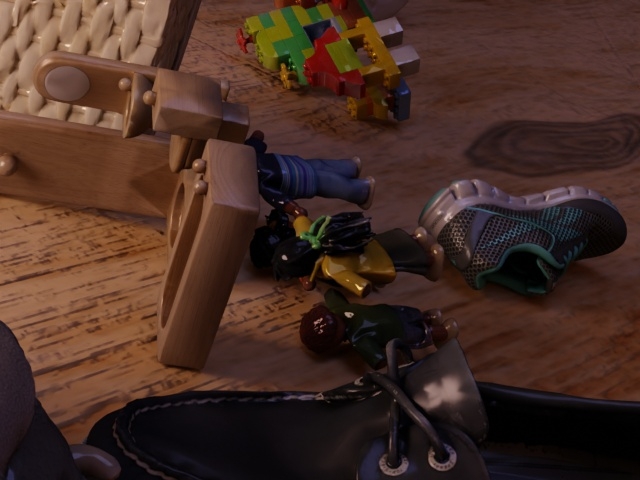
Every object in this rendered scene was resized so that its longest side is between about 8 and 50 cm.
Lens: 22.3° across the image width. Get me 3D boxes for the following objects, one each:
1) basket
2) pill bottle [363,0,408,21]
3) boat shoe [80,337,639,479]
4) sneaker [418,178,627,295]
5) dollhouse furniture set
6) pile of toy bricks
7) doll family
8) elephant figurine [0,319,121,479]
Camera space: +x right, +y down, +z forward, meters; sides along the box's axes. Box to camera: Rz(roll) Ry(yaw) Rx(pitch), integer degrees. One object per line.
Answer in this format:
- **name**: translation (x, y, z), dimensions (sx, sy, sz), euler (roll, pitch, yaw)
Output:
- **basket**: translation (-0.141, -0.116, 0.965), dimensions (0.113, 0.167, 0.103), euler (19, 31, -5)
- **pill bottle**: translation (0.004, -0.287, 1.494), dimensions (0.180, 0.108, 0.108), euler (35, 28, 28)
- **boat shoe**: translation (0.061, 0.099, 0.741), dimensions (0.340, 0.113, 0.127), euler (14, 27, -16)
- **sneaker**: translation (0.144, 0.007, 1.081), dimensions (0.166, 0.065, 0.076), euler (0, 48, -33)
- **dollhouse furniture set**: translation (-0.113, -0.024, 0.852), dimensions (0.123, 0.144, 0.151), euler (9, 41, -15)
- **pile of toy bricks**: translation (-0.012, -0.164, 1.265), dimensions (0.105, 0.118, 0.212), euler (-17, 55, -13)
- **doll family**: translation (0.000, 0.000, 0.954), dimensions (0.111, 0.076, 0.193), euler (0, 27, -31)
- **elephant figurine**: translation (-0.155, 0.077, 0.589), dimensions (0.186, 0.169, 0.239), euler (-32, 69, -26)
